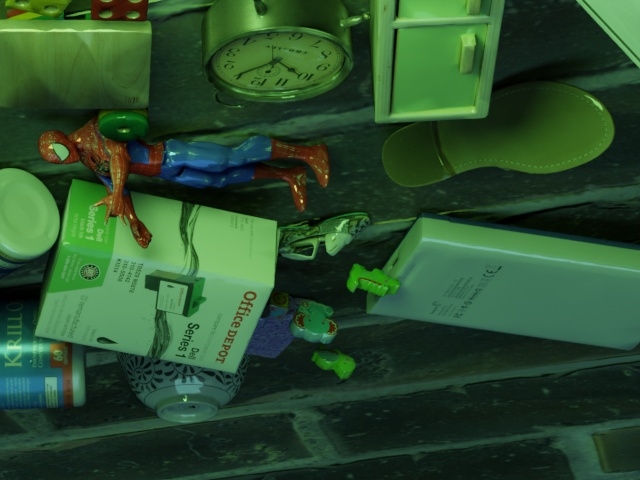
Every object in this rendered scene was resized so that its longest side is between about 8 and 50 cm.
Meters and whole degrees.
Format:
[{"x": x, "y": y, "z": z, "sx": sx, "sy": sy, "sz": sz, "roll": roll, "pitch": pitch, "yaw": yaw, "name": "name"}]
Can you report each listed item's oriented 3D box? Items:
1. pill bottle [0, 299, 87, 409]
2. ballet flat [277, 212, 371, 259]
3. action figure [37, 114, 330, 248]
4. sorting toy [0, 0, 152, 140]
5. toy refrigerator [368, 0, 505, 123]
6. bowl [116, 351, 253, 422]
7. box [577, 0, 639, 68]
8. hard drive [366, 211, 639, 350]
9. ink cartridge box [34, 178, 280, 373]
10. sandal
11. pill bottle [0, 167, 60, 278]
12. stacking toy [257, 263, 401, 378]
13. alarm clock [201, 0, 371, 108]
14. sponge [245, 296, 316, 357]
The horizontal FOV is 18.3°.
[{"x": -0.374, "y": 0.129, "z": 2.226, "sx": 0.221, "sy": 0.124, "sz": 0.124, "roll": -2, "pitch": 155, "yaw": -6, "name": "pill bottle"}, {"x": 0.000, "y": 0.000, "z": 2.102, "sx": 0.114, "sy": 0.041, "sz": 0.041, "roll": -10, "pitch": 155, "yaw": 13, "name": "ballet flat"}, {"x": -0.132, "y": -0.044, "z": 1.883, "sx": 0.280, "sy": 0.139, "sz": 0.091, "roll": 9, "pitch": 151, "yaw": -21, "name": "action figure"}, {"x": -0.211, "y": -0.168, "z": 1.698, "sx": 0.132, "sy": 0.046, "sz": 0.274, "roll": -1, "pitch": 156, "yaw": -6, "name": "sorting toy"}, {"x": 0.094, "y": -0.194, "z": 1.630, "sx": 0.102, "sy": 0.094, "sz": 0.269, "roll": -3, "pitch": 155, "yaw": -2, "name": "toy refrigerator"}, {"x": -0.161, "y": 0.171, "z": 2.402, "sx": 0.170, "sy": 0.080, "sz": 0.170, "roll": -3, "pitch": 154, "yaw": -2, "name": "bowl"}, {"x": 0.308, "y": -0.196, "z": 1.512, "sx": 0.169, "sy": 0.087, "sz": 0.290, "roll": -28, "pitch": 119, "yaw": 38, "name": "box"}, {"x": 0.233, "y": 0.049, "z": 2.206, "sx": 0.318, "sy": 0.040, "sz": 0.210, "roll": 8, "pitch": 153, "yaw": -13, "name": "hard drive"}, {"x": -0.166, "y": 0.039, "z": 2.029, "sx": 0.219, "sy": 0.093, "sz": 0.160, "roll": 12, "pitch": 138, "yaw": -11, "name": "ink cartridge box"}, {"x": 0.178, "y": -0.104, "z": 1.890, "sx": 0.240, "sy": 0.088, "sz": 0.079, "roll": -11, "pitch": -173, "yaw": 31, "name": "sandal"}, {"x": -0.345, "y": 0.000, "z": 1.985, "sx": 0.094, "sy": 0.094, "sz": 0.169, "roll": 18, "pitch": 147, "yaw": -39, "name": "pill bottle"}, {"x": -0.042, "y": 0.083, "z": 2.180, "sx": 0.221, "sy": 0.052, "sz": 0.167, "roll": 12, "pitch": 138, "yaw": -12, "name": "stacking toy"}, {"x": -0.045, "y": -0.163, "z": 1.713, "sx": 0.129, "sy": 0.064, "sz": 0.192, "roll": 8, "pitch": 151, "yaw": -24, "name": "alarm clock"}, {"x": -0.120, "y": 0.089, "z": 2.287, "sx": 0.210, "sy": 0.031, "sz": 0.117, "roll": 10, "pitch": 151, "yaw": -26, "name": "sponge"}]
